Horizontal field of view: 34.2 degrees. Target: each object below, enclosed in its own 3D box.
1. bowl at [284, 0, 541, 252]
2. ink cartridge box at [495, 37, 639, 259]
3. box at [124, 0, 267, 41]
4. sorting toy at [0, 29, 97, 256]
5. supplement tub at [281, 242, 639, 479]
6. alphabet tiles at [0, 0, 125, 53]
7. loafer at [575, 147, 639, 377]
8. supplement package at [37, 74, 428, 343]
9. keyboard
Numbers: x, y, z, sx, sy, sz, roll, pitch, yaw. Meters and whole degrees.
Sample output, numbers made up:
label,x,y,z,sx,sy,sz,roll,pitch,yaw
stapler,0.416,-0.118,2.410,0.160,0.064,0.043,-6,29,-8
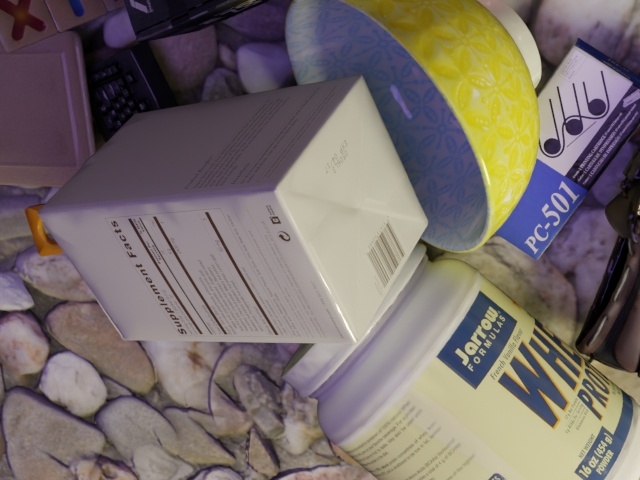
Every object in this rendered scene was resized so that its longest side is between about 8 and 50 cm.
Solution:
label,x,y,z,sx,sy,sz,roll,pitch,yaw
bowl,0.113,-0.149,0.986,0.156,0.289,0.289,-37,99,-16
ink cartridge box,0.239,-0.089,1.050,0.097,0.046,0.207,33,117,3
box,-0.098,-0.407,0.911,0.318,0.097,0.394,-8,101,47
sorting toy,-0.337,-0.152,1.207,0.196,0.047,0.347,5,110,23
supplement tub,0.145,0.167,1.078,0.325,0.235,0.235,39,117,-1
alphabet tiles,-0.302,-0.371,1.001,0.011,0.285,0.342,3,120,58
loafer,0.316,0.002,1.033,0.095,0.109,0.302,10,117,18
supplement package,-0.082,-0.022,0.991,0.293,0.177,0.175,-3,128,36
keyboard,-0.147,-0.068,1.166,0.202,0.033,0.317,-15,107,37
